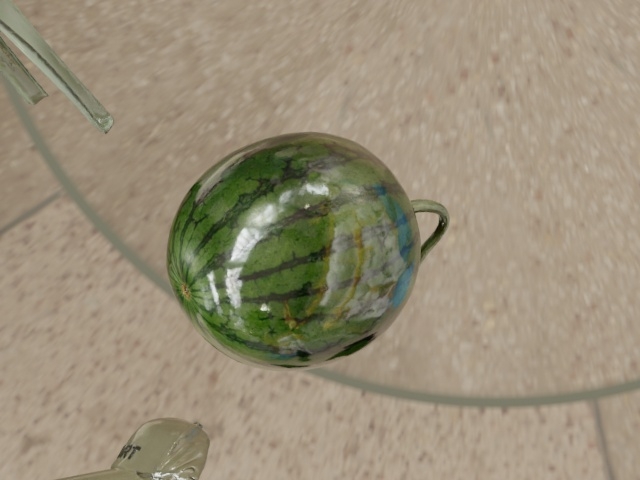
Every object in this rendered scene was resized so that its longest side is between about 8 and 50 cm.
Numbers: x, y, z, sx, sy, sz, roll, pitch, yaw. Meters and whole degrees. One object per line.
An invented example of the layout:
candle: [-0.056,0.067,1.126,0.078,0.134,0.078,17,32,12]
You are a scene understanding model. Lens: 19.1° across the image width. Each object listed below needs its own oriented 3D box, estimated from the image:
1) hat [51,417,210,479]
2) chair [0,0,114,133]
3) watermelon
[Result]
hat: [-0.193,0.219,1.861,0.175,0.147,0.085,-4,73,-20]
chair: [-0.339,-0.148,1.517,0.190,0.203,0.274,-43,115,-13]
watermelon: [0.000,0.000,1.116,0.187,0.141,0.140,-22,101,-33]
